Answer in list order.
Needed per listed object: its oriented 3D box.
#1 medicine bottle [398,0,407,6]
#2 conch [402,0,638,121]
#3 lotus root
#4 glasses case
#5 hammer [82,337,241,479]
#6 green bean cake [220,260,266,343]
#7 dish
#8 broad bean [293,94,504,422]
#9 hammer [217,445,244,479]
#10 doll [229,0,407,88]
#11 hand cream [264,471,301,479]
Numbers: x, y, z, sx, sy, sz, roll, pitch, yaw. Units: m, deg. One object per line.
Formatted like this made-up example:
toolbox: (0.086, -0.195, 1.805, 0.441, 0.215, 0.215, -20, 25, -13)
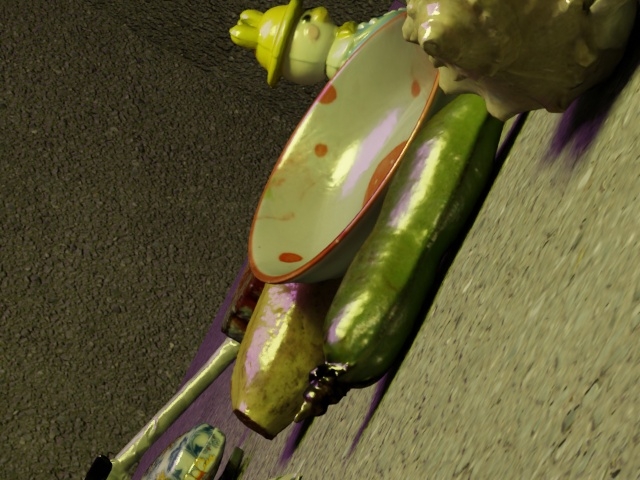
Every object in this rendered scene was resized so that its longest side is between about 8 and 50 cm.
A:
medicine bottle: (0.167, -0.358, 1.499, 0.371, 0.211, 0.211, -61, 4, -1)
conch: (0.155, -0.225, 1.106, 0.263, 0.186, 0.324, -22, 36, 54)
lotus root: (-0.010, 0.056, 1.620, 0.110, 0.097, 0.258, 131, 161, -66)
glasses case: (-0.154, 0.256, 1.942, 0.087, 0.065, 0.248, -55, 0, -31)
hammer: (-0.107, 0.127, 1.978, 0.427, 0.044, 0.152, -46, -3, -11)
green bean cake: (0.000, 0.000, 1.832, 0.233, 0.097, 0.198, -56, 7, 46)
dish: (0.050, -0.059, 1.516, 0.260, 0.085, 0.260, -47, 22, 26)
broad bean: (0.067, -0.008, 1.329, 0.339, 0.061, 0.077, -63, 12, -19)
hammer: (-0.131, 0.294, 1.973, 0.199, 0.013, 0.062, -56, 5, 37)
doll: (0.034, -0.178, 1.778, 0.099, 0.241, 0.135, 93, -170, -60)
hand cream: (-0.054, 0.217, 1.504, 0.057, 0.037, 0.165, -62, 11, -19)
